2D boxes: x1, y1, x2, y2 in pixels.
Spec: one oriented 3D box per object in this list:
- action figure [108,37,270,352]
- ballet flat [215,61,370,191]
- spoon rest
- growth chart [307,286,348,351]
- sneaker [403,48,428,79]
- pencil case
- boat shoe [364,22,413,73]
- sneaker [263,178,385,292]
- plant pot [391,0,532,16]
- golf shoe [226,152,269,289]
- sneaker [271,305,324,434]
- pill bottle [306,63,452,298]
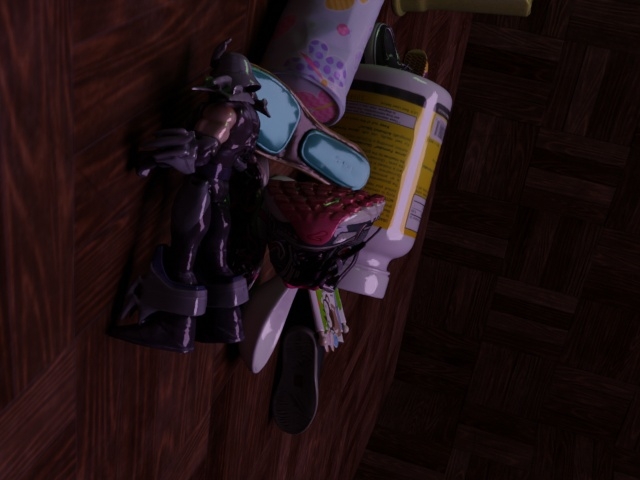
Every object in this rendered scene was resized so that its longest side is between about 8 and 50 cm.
[{"bbox_3d":[-0.108,-0.044,0.790,0.185,0.099,0.285,-3,105,-70],"label":"action figure"},{"bbox_3d":[-0.041,-0.117,0.947,0.232,0.073,0.080,36,81,-37],"label":"ballet flat"},{"bbox_3d":[-0.054,0.054,1.181,0.137,0.084,0.276,-41,143,-70],"label":"spoon rest"},{"bbox_3d":[0.010,0.111,1.541,0.237,0.021,0.172,11,63,-78],"label":"growth chart"},{"bbox_3d":[0.205,-0.331,1.940,0.084,0.069,0.185,51,56,-70],"label":"sneaker"},{"bbox_3d":[0.012,-0.268,1.009,0.124,0.113,0.273,131,-20,-68],"label":"pencil case"},{"bbox_3d":[0.126,-0.267,1.472,0.080,0.076,0.228,17,68,-54],"label":"boat shoe"},{"bbox_3d":[0.000,0.000,0.910,0.299,0.121,0.112,84,14,-87],"label":"sneaker"},{"bbox_3d":[0.294,-0.539,1.634,0.276,0.254,0.276,16,90,-78],"label":"plant pot"},{"bbox_3d":[-0.085,-0.019,0.977,0.086,0.067,0.186,-47,150,-69],"label":"golf shoe"},{"bbox_3d":[-0.025,0.233,1.546,0.118,0.083,0.222,-51,152,-64],"label":"sneaker"},{"bbox_3d":[0.073,-0.088,1.338,0.188,0.188,0.334,21,85,-78],"label":"pill bottle"}]
